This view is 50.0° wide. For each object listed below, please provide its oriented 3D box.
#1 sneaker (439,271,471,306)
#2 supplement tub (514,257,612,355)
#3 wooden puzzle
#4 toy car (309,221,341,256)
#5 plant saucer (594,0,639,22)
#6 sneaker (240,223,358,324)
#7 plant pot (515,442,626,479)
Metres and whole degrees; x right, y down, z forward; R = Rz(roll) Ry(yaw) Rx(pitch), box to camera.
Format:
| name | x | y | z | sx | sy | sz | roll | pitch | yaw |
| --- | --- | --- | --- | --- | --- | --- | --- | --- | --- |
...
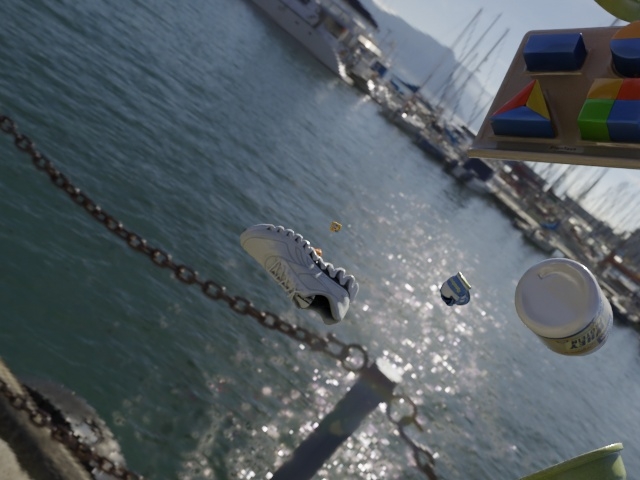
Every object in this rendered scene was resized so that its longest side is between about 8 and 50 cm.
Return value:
| name | x | y | z | sx | sy | sz | roll | pitch | yaw |
| --- | --- | --- | --- | --- | --- | --- | --- | --- | --- |
| sneaker | 0.274 | 0.108 | 1.421 | 0.053 | 0.059 | 0.144 | 54 | -2 | 24 |
| supplement tub | 0.710 | 0.204 | 1.983 | 0.316 | 0.228 | 0.228 | 36 | 12 | -51 |
| wooden puzzle | 0.444 | -0.267 | 1.156 | 0.322 | 0.348 | 0.080 | 10 | -32 | 39 |
| toy car | 0.000 | 0.000 | 1.570 | 0.060 | 0.122 | 0.040 | 36 | -12 | -31 |
| plant saucer | 0.656 | -0.588 | 1.518 | 0.241 | 0.037 | 0.241 | 12 | 61 | -21 |
| sneaker | -0.051 | 0.072 | 1.477 | 0.292 | 0.110 | 0.118 | 34 | 48 | -12 |
| plant pot | 0.453 | 0.526 | 1.198 | 0.276 | 0.276 | 0.254 | 18 | 45 | -53 |
